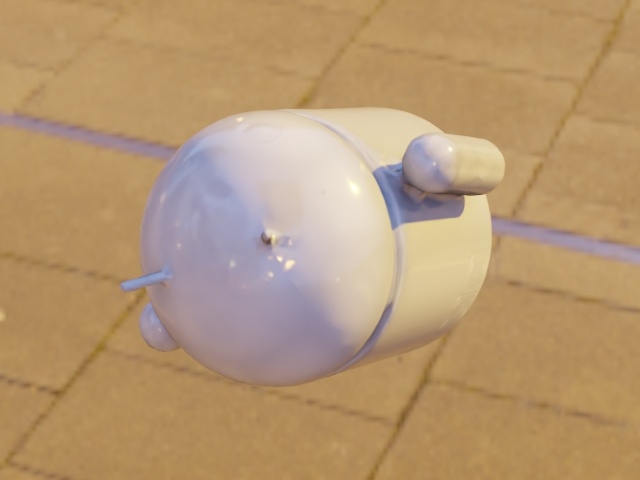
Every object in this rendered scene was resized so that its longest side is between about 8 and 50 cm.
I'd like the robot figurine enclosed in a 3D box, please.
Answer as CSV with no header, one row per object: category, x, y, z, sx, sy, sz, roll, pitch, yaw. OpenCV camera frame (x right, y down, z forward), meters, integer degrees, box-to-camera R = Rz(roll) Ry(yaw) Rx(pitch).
robot figurine,0.000,0.000,1.321,0.353,0.300,0.199,-10,68,-60
